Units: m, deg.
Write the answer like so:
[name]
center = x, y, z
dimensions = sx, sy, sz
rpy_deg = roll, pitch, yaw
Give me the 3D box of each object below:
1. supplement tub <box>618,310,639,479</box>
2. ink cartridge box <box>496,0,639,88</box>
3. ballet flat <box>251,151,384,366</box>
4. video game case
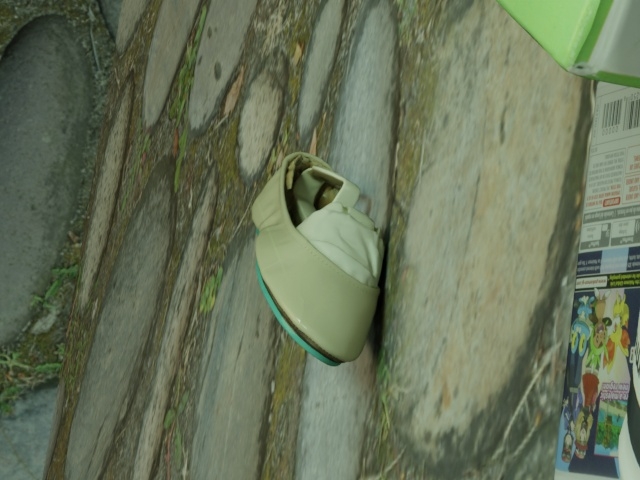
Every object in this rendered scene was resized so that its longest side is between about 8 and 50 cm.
[supplement tub]
center = 0.157, -0.007, 0.333
dimensions = 0.191, 0.191, 0.272
rpy_deg = -114, 25, -66
[ink cartridge box]
center = 0.108, -0.162, 0.569
dimensions = 0.353, 0.207, 0.119
rpy_deg = -122, 45, -54
[ballet flat]
center = 0.000, 0.000, 1.210
dimensions = 0.248, 0.086, 0.086
rpy_deg = -115, 40, -68
[video game case]
center = 0.150, 0.014, 0.717
dimensions = 0.201, 0.023, 0.183
rpy_deg = 170, 108, -73
